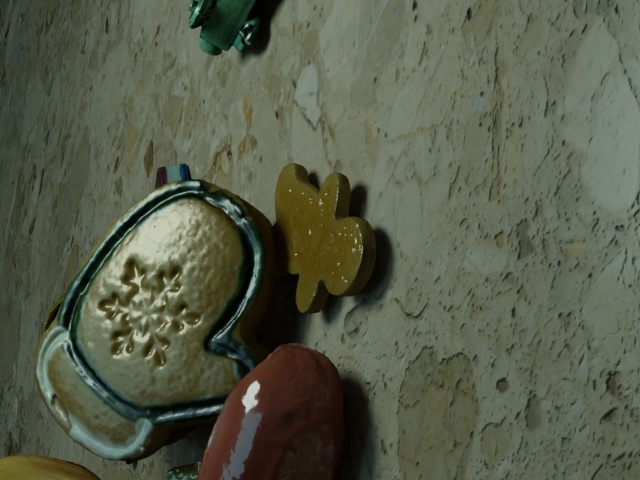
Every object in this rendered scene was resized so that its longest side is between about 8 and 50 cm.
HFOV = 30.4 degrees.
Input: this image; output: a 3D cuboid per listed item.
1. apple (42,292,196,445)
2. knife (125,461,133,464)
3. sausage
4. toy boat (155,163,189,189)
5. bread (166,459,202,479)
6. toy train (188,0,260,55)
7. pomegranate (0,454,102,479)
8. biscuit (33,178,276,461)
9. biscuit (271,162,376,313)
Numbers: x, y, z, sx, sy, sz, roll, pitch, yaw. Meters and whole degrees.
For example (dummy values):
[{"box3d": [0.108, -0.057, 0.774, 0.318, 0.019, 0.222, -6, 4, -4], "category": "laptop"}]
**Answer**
[{"box3d": [-0.243, 0.148, 1.505, 0.237, 0.207, 0.237, -22, 65, 57], "category": "apple"}, {"box3d": [-0.297, 0.231, 1.776, 0.035, 0.018, 0.247, -58, 32, 39], "category": "knife"}, {"box3d": [-0.053, 0.235, 1.203, 0.148, 0.148, 0.254, 32, 108, 60], "category": "sausage"}, {"box3d": [-0.207, -0.010, 1.669, 0.080, 0.046, 0.229, -43, 43, 43], "category": "toy boat"}, {"box3d": [-0.120, 0.289, 1.366, 0.109, 0.080, 0.084, -44, 46, 50], "category": "bread"}, {"box3d": [-0.093, -0.363, 1.543, 0.248, 0.101, 0.159, -53, 22, 38], "category": "toy train"}, {"box3d": [-0.400, 0.447, 1.539, 0.342, 0.342, 0.342, -29, 56, 55], "category": "pomegranate"}, {"box3d": [-0.173, 0.105, 1.347, 0.287, 0.057, 0.344, 40, 96, 24], "category": "biscuit"}, {"box3d": [0.002, 0.000, 1.293, 0.240, 0.035, 0.158, 31, 111, 60], "category": "biscuit"}]
